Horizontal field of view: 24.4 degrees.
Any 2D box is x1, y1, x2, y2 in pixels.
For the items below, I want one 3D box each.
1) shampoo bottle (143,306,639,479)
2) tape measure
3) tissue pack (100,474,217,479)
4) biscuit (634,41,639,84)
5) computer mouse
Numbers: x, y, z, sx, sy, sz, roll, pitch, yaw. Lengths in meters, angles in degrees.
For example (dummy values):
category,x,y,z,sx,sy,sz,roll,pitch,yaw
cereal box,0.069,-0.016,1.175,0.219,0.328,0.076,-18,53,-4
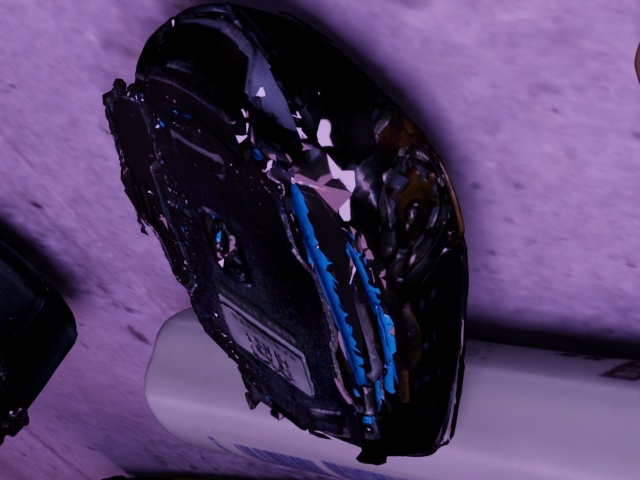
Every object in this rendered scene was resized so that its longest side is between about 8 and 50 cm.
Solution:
category,x,y,z,sx,sy,sz,roll,pitch,yaw
shampoo bottle,0.082,0.089,0.683,0.359,0.078,0.134,4,165,43
tape measure,-0.237,0.035,0.890,0.186,0.112,0.199,39,162,-8
tissue pack,-0.101,0.343,1.135,0.416,0.264,0.253,-11,113,58
biscuit,0.244,-0.011,0.333,0.325,0.044,0.217,27,159,0
computer mouse,0.000,0.000,0.565,0.146,0.077,0.241,34,151,35
